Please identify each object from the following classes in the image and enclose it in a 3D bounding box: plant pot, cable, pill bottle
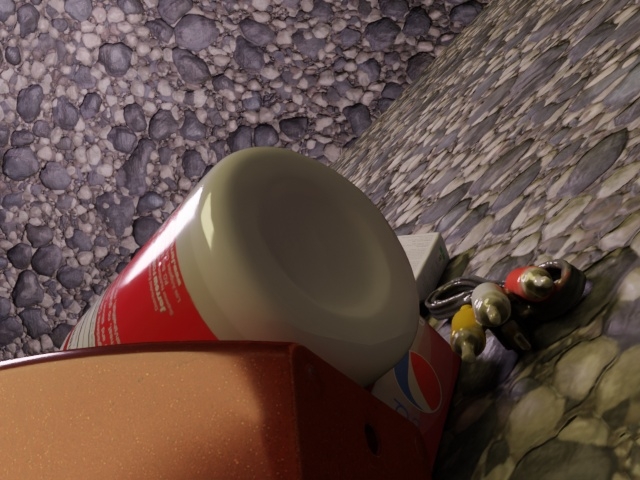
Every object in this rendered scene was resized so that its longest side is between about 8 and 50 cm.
[{"bbox_3d":[-0.061,0.207,0.474,0.235,0.267,0.268,-23,51,22],"label":"plant pot"},{"bbox_3d":[0.172,0.048,0.800,0.139,0.072,0.287,-41,9,2],"label":"cable"},{"bbox_3d":[-0.115,0.114,0.760,0.407,0.229,0.229,-43,10,36],"label":"pill bottle"}]

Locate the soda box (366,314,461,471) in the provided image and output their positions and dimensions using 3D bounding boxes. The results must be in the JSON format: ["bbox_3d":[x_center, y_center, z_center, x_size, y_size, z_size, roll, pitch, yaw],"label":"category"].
[{"bbox_3d":[0.054,0.177,0.725,0.083,0.092,0.263,-39,12,34],"label":"soda box"}]

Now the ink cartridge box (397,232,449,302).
[{"bbox_3d":[0.054,0.079,1.044,0.180,0.056,0.225,-5,37,35],"label":"ink cartridge box"}]
